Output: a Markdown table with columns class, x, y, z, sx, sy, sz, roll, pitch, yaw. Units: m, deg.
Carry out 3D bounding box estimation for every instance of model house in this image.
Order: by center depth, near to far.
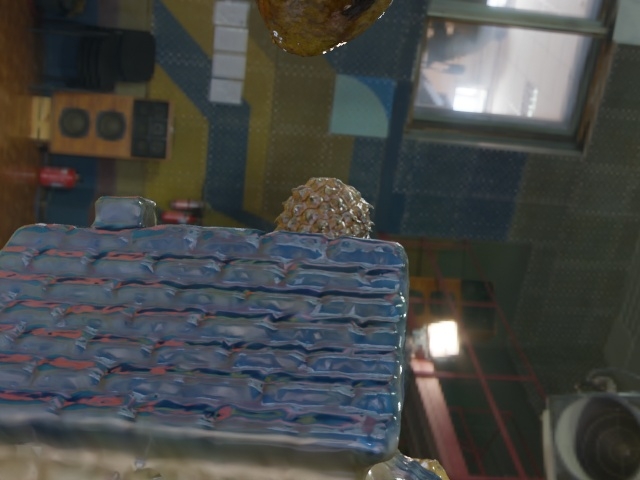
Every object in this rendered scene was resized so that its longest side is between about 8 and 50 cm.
| class | x | y | z | sx | sy | sz | roll | pitch | yaw |
| --- | --- | --- | --- | --- | --- | --- | --- | --- | --- |
| model house | -0.061 | 0.167 | 0.758 | 0.445 | 0.395 | 0.400 | 36 | 54 | -78 |

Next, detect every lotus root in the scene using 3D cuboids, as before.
| class | x | y | z | sx | sy | sz | roll | pitch | yaw |
| --- | --- | --- | --- | --- | --- | --- | --- | --- | --- |
| lotus root | 0.020 | -0.349 | 1.001 | 0.193 | 0.193 | 0.291 | -96 | -154 | -52 |

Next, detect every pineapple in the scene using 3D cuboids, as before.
| class | x | y | z | sx | sy | sz | roll | pitch | yaw |
| --- | --- | --- | --- | --- | --- | --- | --- | --- | --- |
| pineapple | 0.000 | 0.000 | 1.349 | 0.166 | 0.166 | 0.193 | 107 | 4 | -59 |

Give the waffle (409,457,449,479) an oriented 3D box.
| class | x | y | z | sx | sy | sz | roll | pitch | yaw |
| --- | --- | --- | --- | --- | --- | --- | --- | --- | --- |
| waffle | 0.152 | 0.537 | 1.645 | 0.348 | 0.077 | 0.304 | -10 | -69 | 48 |
